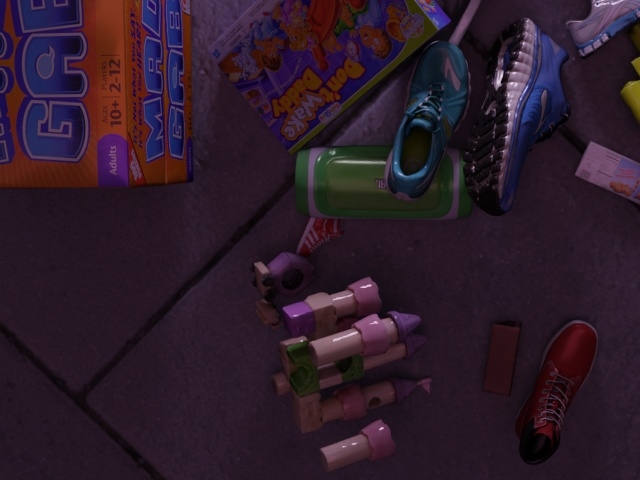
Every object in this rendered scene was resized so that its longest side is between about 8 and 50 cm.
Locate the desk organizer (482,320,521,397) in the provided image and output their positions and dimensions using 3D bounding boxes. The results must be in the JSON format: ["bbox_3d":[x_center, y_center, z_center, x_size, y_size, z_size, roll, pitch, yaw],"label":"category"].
[{"bbox_3d":[0.322,0.207,1.845,0.050,0.047,0.130,9,102,9],"label":"desk organizer"}]

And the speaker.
[{"bbox_3d":[0.109,-0.098,1.773,0.296,0.131,0.131,1,101,5],"label":"speaker"}]

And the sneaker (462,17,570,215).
[{"bbox_3d":[0.337,-0.191,1.688,0.147,0.130,0.330,22,77,-19],"label":"sneaker"}]

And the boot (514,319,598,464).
[{"bbox_3d":[0.409,0.261,1.777,0.088,0.176,0.244,25,102,5],"label":"boot"}]

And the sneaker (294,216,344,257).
[{"bbox_3d":[0.000,0.000,1.855,0.067,0.042,0.118,24,101,7],"label":"sneaker"}]

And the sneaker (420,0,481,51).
[{"bbox_3d":[0.209,-0.450,1.706,0.147,0.104,0.296,25,108,-2],"label":"sneaker"}]

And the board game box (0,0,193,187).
[{"bbox_3d":[-0.424,-0.265,1.690,0.356,0.356,0.356,0,95,8],"label":"board game box"}]

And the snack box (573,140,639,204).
[{"bbox_3d":[0.527,-0.104,1.768,0.178,0.022,0.064,25,102,3],"label":"snack box"}]

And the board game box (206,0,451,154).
[{"bbox_3d":[0.008,-0.338,1.720,0.347,0.078,0.233,-38,94,31],"label":"board game box"}]

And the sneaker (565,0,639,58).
[{"bbox_3d":[0.487,-0.385,1.699,0.190,0.071,0.083,-35,88,13],"label":"sneaker"}]

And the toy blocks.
[{"bbox_3d":[0.064,0.182,1.803,0.260,0.309,0.288,-17,122,-18],"label":"toy blocks"}]

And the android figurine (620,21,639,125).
[{"bbox_3d":[0.616,-0.259,1.665,0.248,0.056,0.273,-31,74,17],"label":"android figurine"}]

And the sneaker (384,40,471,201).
[{"bbox_3d":[0.176,-0.195,1.665,0.107,0.110,0.275,15,81,7],"label":"sneaker"}]
